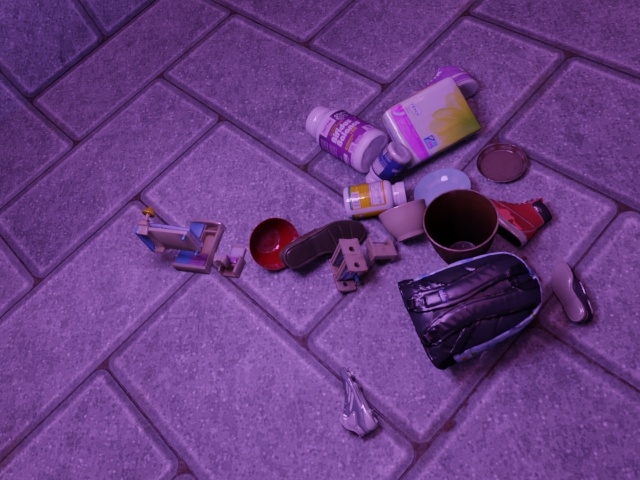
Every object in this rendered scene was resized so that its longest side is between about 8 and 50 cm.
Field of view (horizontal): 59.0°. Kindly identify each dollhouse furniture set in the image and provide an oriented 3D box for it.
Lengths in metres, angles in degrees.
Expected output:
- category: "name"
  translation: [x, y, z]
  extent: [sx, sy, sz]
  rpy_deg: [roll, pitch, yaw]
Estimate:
- category: "dollhouse furniture set"
  translation: [-0.430, -0.036, 1.960]
  extent: [0.287, 0.303, 0.198]
  rpy_deg: [5, 62, 19]
- category: "dollhouse furniture set"
  translation: [0.145, 0.080, 1.858]
  extent: [0.184, 0.129, 0.128]
  rpy_deg: [-2, 55, -20]

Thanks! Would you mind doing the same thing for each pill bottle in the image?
- category: "pill bottle"
  translation: [0.233, -0.259, 1.988]
  extent: [0.094, 0.169, 0.094]
  rpy_deg: [21, 44, -22]
- category: "pill bottle"
  translation: [0.192, -0.145, 1.960]
  extent: [0.209, 0.117, 0.117]
  rpy_deg: [-9, 58, 11]
- category: "pill bottle"
  translation: [0.090, -0.387, 2.105]
  extent: [0.302, 0.169, 0.169]
  rpy_deg: [36, 74, 30]

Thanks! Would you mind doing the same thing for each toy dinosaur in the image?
- category: "toy dinosaur"
  translation: [0.642, 0.084, 1.728]
  extent: [0.047, 0.090, 0.082]
  rpy_deg: [-23, 87, -17]

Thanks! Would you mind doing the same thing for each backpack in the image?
- category: "backpack"
  translation: [0.453, 0.178, 1.627]
  extent: [0.356, 0.273, 0.290]
  rpy_deg: [-34, 62, 19]

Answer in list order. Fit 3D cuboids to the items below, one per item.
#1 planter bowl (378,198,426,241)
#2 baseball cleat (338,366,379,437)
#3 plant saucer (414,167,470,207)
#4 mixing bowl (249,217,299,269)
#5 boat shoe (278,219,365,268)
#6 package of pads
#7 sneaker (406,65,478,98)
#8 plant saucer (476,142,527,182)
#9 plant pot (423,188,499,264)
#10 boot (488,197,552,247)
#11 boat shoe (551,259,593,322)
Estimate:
- category: "planter bowl"
  translation: [0.285, -0.058, 1.872]
  extent: [0.162, 0.162, 0.109]
  rpy_deg: [-19, 83, 4]
- category: "baseball cleat"
  translation: [0.084, 0.471, 1.648]
  extent: [0.109, 0.072, 0.205]
  rpy_deg: [-33, 53, 2]
- category: "plant saucer"
  translation: [0.420, -0.163, 1.943]
  extent: [0.195, 0.037, 0.194]
  rpy_deg: [-15, 48, 17]
- category: "mixing bowl"
  translation: [-0.174, 0.004, 1.963]
  extent: [0.181, 0.181, 0.098]
  rpy_deg: [-44, 22, -12]
- category: "boat shoe"
  translation: [0.000, 0.000, 1.928]
  extent: [0.308, 0.110, 0.104]
  rpy_deg: [-18, 11, -17]
- category: "package of pads"
  translation: [0.391, -0.425, 2.031]
  extent: [0.297, 0.101, 0.229]
  rpy_deg: [-28, 87, -3]
- category: "sneaker"
  translation: [0.441, -0.585, 2.175]
  extent: [0.282, 0.102, 0.161]
  rpy_deg: [-17, 52, -7]
- category: "plant saucer"
  translation: [0.627, -0.264, 1.962]
  extent: [0.169, 0.029, 0.168]
  rpy_deg: [-7, 57, 11]
- category: "plant pot"
  translation: [0.434, -0.005, 1.739]
  extent: [0.216, 0.230, 0.215]
  rpy_deg: [-7, 57, 12]
- category: "boot"
  translation: [0.617, -0.110, 1.843]
  extent: [0.176, 0.088, 0.244]
  rpy_deg: [-41, 64, -12]
- category: "boat shoe"
  translation: [0.745, 0.153, 1.672]
  extent: [0.065, 0.075, 0.206]
  rpy_deg: [15, 48, -25]
